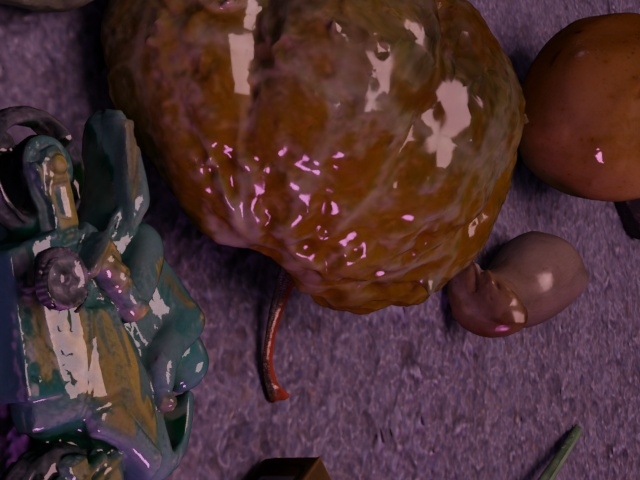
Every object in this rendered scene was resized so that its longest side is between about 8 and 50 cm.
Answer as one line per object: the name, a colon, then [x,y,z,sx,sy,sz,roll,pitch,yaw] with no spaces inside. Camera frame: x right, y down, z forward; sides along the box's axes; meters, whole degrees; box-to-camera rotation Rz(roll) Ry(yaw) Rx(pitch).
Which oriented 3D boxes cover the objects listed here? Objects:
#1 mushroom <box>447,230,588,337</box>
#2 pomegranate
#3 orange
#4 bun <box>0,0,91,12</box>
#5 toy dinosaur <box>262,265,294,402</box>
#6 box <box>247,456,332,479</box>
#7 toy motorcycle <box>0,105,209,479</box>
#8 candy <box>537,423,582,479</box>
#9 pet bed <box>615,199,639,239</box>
mushroom: [0.214,0.044,1.280,0.212,0.088,0.097,-16,86,-47]
pomegranate: [0.332,-0.152,1.379,0.233,0.233,0.233,16,70,-50]
orange: [0.022,-0.103,0.916,0.368,0.210,0.271,30,65,-32]
bun: [-0.183,-0.256,0.805,0.195,0.118,0.196,19,64,-45]
toy dinosaur: [-0.004,0.001,1.037,0.101,0.055,0.280,13,73,-41]
box: [-0.048,0.296,0.896,0.240,0.071,0.159,-48,122,-46]
toy motorcycle: [-0.145,0.057,0.795,0.198,0.109,0.297,-9,91,-55]
candy: [0.233,0.265,1.278,0.093,0.092,0.335,43,29,11]
pet bed: [0.479,-0.127,1.605,0.183,0.159,0.211,-45,117,-48]
